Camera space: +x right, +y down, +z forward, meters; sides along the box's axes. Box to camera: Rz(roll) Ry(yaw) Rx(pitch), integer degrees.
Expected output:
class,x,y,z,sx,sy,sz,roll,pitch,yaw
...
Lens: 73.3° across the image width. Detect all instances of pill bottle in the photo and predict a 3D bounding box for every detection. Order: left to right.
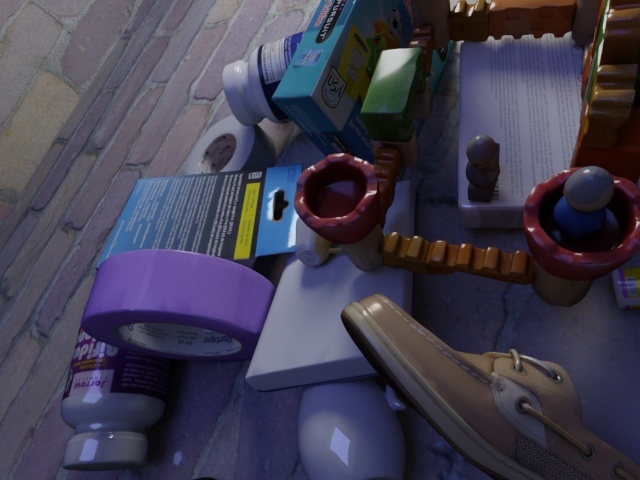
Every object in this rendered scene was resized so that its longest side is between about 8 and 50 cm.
class,x,y,z,sx,sy,sz,roll,pitch,yaw
pill bottle,-0.362,0.243,0.779,0.169,0.169,0.301,-23,53,25
pill bottle,-0.046,-0.317,0.841,0.265,0.153,0.153,-10,59,17
pill bottle,0.351,0.047,0.442,0.083,0.043,0.043,-9,60,32

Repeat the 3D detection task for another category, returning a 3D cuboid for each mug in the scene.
class,x,y,z,sx,sy,sz,roll,pitch,yaw
mug,-0.004,-0.001,0.615,0.078,0.062,0.064,-24,39,33

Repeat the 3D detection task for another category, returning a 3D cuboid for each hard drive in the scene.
class,x,y,z,sx,sy,sz,roll,pitch,yaw
hard drive,0.030,0.050,0.608,0.210,0.040,0.318,-19,34,28

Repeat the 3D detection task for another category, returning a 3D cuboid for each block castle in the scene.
class,x,y,z,sx,sy,sz,roll,pitch,yaw
block castle,0.183,-0.175,0.467,0.303,0.213,0.453,10,68,25

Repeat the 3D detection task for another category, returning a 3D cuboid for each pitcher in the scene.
class,x,y,z,sx,sy,sz,roll,pitch,yaw
pitcher,0.048,0.196,0.535,0.178,0.125,0.207,-36,38,15

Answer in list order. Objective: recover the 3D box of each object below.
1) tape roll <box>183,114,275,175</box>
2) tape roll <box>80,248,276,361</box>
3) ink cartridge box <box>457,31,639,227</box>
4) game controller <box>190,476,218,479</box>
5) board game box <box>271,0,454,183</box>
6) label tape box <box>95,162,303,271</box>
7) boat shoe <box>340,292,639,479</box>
class,x,y,z,sx,sy,sz,roll,pitch,yaw
tape roll,-0.208,-0.174,0.971,0.219,0.072,0.219,-19,55,28
tape roll,-0.207,0.113,0.664,0.275,0.275,0.090,-15,58,30
ink cartridge box,0.320,-0.160,0.570,0.261,0.066,0.296,0,65,20
game controller,-0.195,0.509,0.586,0.166,0.067,0.319,-17,55,11
board game box,0.092,-0.280,0.680,0.079,0.254,0.336,12,73,40
label tape box,-0.193,-0.019,0.793,0.334,0.106,0.240,-4,46,5
boat shoe,0.167,0.152,0.387,0.341,0.121,0.110,41,83,-1
